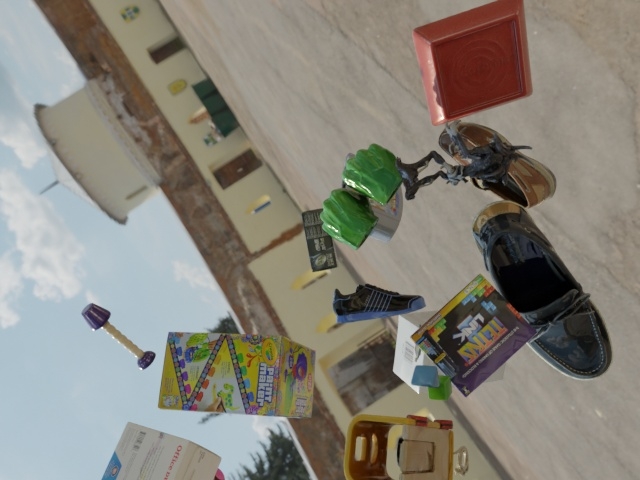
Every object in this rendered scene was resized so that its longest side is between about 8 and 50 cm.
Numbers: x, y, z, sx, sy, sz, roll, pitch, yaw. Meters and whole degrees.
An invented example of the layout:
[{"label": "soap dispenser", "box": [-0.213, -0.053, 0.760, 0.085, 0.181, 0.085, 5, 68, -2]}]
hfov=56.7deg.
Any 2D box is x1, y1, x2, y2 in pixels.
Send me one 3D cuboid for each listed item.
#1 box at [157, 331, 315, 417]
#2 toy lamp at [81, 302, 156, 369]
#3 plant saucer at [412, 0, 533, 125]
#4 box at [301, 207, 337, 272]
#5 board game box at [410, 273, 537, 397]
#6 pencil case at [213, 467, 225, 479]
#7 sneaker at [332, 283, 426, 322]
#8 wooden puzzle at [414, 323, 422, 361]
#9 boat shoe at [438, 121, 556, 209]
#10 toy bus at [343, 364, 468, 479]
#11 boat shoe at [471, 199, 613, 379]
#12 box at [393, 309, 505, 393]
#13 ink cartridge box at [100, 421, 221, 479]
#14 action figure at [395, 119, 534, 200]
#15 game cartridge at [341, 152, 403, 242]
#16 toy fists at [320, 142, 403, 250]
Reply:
[{"label": "box", "box": [-0.185, 0.329, 1.425, 0.290, 0.280, 0.176, 50, -138, -68]}, {"label": "toy lamp", "box": [-0.645, 0.303, 1.894, 0.274, 0.080, 0.080, 51, -179, -29]}, {"label": "plant saucer", "box": [0.370, -0.410, 1.400, 0.047, 0.259, 0.259, -98, -11, -54]}, {"label": "box", "box": [0.000, 0.000, 1.772, 0.147, 0.078, 0.180, 16, -116, -87]}, {"label": "board game box", "box": [0.268, 0.166, 1.049, 0.141, 0.170, 0.048, 47, -178, 11]}, {"label": "pencil case", "box": [-0.371, 0.734, 1.791, 0.098, 0.095, 0.209, 7, 168, 30]}, {"label": "sneaker", "box": [0.145, 0.147, 1.479, 0.081, 0.233, 0.090, 136, 125, -83]}, {"label": "wooden puzzle", "box": [0.215, 0.227, 1.297, 0.049, 0.006, 0.083, -82, 0, -74]}, {"label": "boat shoe", "box": [0.421, -0.187, 1.475, 0.324, 0.116, 0.123, 36, 146, 28]}, {"label": "toy bus", "box": [0.110, 0.283, 0.791, 0.191, 0.105, 0.202, -46, -55, -51]}, {"label": "boat shoe", "box": [0.505, 0.137, 1.342, 0.500, 0.187, 0.156, 55, -161, -14]}, {"label": "box", "box": [0.440, 0.358, 1.988, 0.168, 0.346, 0.214, -148, 60, -62]}, {"label": "ink cartridge box", "box": [-0.428, 0.621, 1.611, 0.233, 0.171, 0.168, 6, 151, 30]}, {"label": "action figure", "box": [0.304, -0.179, 1.274, 0.164, 0.276, 0.140, 56, -154, -53]}, {"label": "game cartridge", "box": [0.158, -0.135, 1.824, 0.062, 0.198, 0.297, 119, 164, -45]}, {"label": "toy fists", "box": [0.102, -0.114, 1.502, 0.142, 0.279, 0.096, 36, -149, 10]}]
